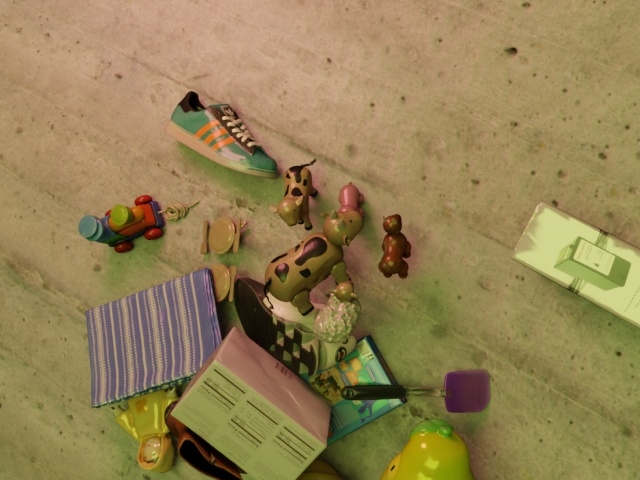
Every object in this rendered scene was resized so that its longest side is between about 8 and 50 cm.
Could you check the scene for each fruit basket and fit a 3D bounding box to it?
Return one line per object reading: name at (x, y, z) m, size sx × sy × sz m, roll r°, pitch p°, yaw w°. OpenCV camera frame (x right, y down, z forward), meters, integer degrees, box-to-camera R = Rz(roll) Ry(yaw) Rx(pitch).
fruit basket at (0.168, 0.514, 1.439) m, size 0.283 × 0.392 × 0.391 m, roll -18°, pitch 80°, yaw 19°

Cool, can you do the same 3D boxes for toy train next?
toy train at (-0.417, -0.057, 1.815) m, size 0.248 × 0.143 × 0.105 m, roll -22°, pitch 80°, yaw 18°

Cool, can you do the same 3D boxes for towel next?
towel at (-0.372, 0.214, 1.756) m, size 0.336 × 0.040 × 0.243 m, roll -20°, pitch 63°, yaw 15°

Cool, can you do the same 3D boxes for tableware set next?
tableware set at (-0.216, 0.044, 1.785) m, size 0.128 × 0.039 × 0.194 m, roll -2°, pitch 80°, yaw 42°

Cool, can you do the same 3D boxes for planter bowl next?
planter bowl at (-0.027, 0.511, 1.636) m, size 0.217 × 0.217 × 0.090 m, roll -24°, pitch 42°, yaw 18°

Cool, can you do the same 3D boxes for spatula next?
spatula at (0.189, 0.303, 1.586) m, size 0.297 × 0.030 × 0.084 m, roll -2°, pitch 86°, yaw 6°

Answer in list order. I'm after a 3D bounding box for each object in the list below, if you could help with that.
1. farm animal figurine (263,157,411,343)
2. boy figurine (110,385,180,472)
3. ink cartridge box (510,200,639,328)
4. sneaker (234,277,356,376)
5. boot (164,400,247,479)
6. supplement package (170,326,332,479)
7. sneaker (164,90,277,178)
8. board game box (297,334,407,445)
farm animal figurine at (0.000, 0.000, 1.577) m, size 0.330 × 0.172 × 0.326 m, roll 30°, pitch 73°, yaw 28°
boy figurine at (-0.398, 0.387, 1.810) m, size 0.177 × 0.092 × 0.285 m, roll -14°, pitch 78°, yaw 17°
ink cartridge box at (0.506, 0.051, 1.426) m, size 0.289 × 0.211 × 0.121 m, roll 31°, pitch 99°, yaw 21°
sneaker at (-0.058, 0.172, 1.693) m, size 0.331 × 0.146 × 0.122 m, roll 35°, pitch 127°, yaw 41°
boot at (-0.184, 0.425, 1.593) m, size 0.264 × 0.280 × 0.096 m, roll 43°, pitch 80°, yaw -16°
supplement package at (-0.127, 0.329, 1.558) m, size 0.262 × 0.204 × 0.145 m, roll 39°, pitch 101°, yaw -4°
sneaker at (-0.211, -0.237, 1.768) m, size 0.302 × 0.108 × 0.121 m, roll 29°, pitch 101°, yaw 21°
board game box at (0.051, 0.318, 1.666) m, size 0.210 × 0.047 × 0.160 m, roll -32°, pitch 77°, yaw 15°
